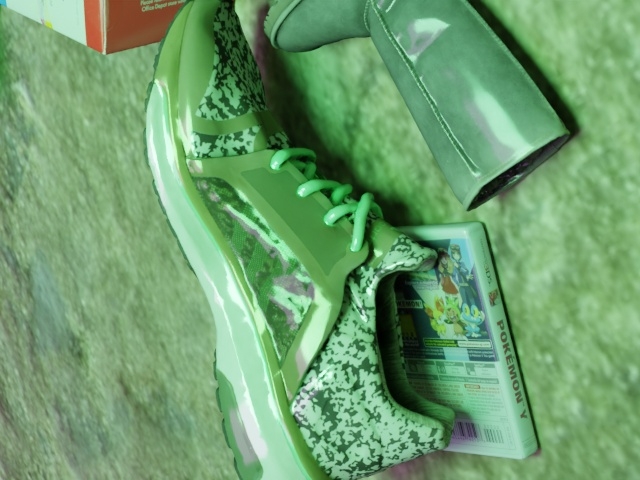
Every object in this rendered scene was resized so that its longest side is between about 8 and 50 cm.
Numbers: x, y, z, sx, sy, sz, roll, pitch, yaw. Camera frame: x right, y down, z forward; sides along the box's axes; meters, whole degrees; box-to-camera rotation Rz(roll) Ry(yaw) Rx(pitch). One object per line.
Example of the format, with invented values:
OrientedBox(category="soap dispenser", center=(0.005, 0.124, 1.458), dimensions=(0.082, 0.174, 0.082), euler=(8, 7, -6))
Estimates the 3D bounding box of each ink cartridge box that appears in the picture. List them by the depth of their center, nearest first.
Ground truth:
OrientedBox(category="ink cartridge box", center=(-0.165, -0.219, 1.140), dimensions=(0.231, 0.134, 0.078), euler=(29, 127, 39))

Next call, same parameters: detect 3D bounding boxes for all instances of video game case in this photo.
OrientedBox(category="video game case", center=(0.072, 0.078, 1.100), dimensions=(0.201, 0.023, 0.183), euler=(-3, 106, 51))

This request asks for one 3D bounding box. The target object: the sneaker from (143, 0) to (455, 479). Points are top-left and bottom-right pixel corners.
OrientedBox(category="sneaker", center=(0.000, 0.000, 1.059), dimensions=(0.182, 0.158, 0.410), euler=(-15, 93, 21))

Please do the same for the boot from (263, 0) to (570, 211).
OrientedBox(category="boot", center=(0.063, -0.116, 0.987), dimensions=(0.208, 0.076, 0.190), euler=(56, 143, 3))
